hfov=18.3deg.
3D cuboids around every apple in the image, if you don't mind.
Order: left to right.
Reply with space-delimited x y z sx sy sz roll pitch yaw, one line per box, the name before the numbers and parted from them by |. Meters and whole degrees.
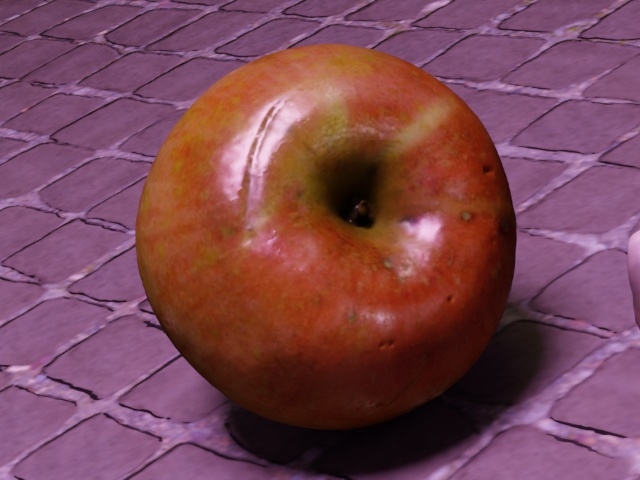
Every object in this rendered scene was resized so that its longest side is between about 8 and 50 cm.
apple | 0.000 0.000 1.004 0.196 0.196 0.196 -14 23 6

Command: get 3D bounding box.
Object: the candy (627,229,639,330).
candy | 0.246 0.059 0.745 0.116 0.155 0.265 -27 26 -30
